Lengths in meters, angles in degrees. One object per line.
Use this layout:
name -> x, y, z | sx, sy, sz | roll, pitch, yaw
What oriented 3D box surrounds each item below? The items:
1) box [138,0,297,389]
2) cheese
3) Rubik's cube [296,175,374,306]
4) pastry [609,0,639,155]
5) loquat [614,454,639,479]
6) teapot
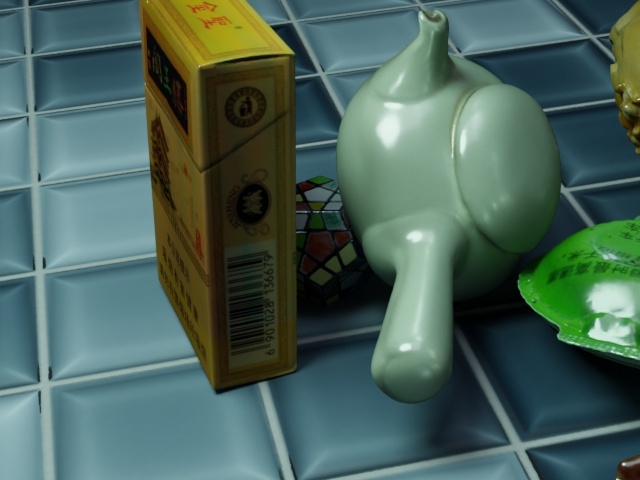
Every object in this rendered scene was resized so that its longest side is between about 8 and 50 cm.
box -> -0.080, -0.047, 0.983 | 0.076, 0.274, 0.174 | -12, 33, -19
cheese -> 0.278, 0.026, 1.014 | 0.203, 0.083, 0.320 | 13, 24, 27
Rubik's cube -> 0.000, 0.000, 1.071 | 0.111, 0.093, 0.111 | -3, 33, 2
pastry -> 0.415, -0.118, 1.131 | 0.315, 0.184, 0.284 | 15, 18, 31
loquat -> 0.134, 0.228, 0.611 | 0.238, 0.193, 0.238 | -20, 36, 16
teapot -> 0.103, -0.007, 1.004 | 0.149, 0.220, 0.318 | -12, 63, 40
